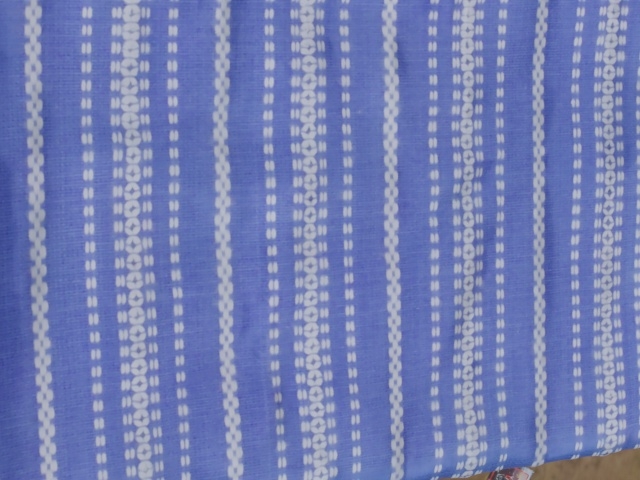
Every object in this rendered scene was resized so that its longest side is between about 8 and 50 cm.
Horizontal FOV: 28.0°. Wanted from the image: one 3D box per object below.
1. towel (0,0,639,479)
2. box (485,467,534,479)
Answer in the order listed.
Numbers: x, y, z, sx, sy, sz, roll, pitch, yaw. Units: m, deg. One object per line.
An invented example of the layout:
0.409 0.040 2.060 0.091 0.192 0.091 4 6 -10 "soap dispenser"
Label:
0.006 -0.015 0.500 0.336 0.040 0.243 -4 97 -26 "towel"
0.099 0.215 0.862 0.027 0.094 0.137 27 77 12 "box"
